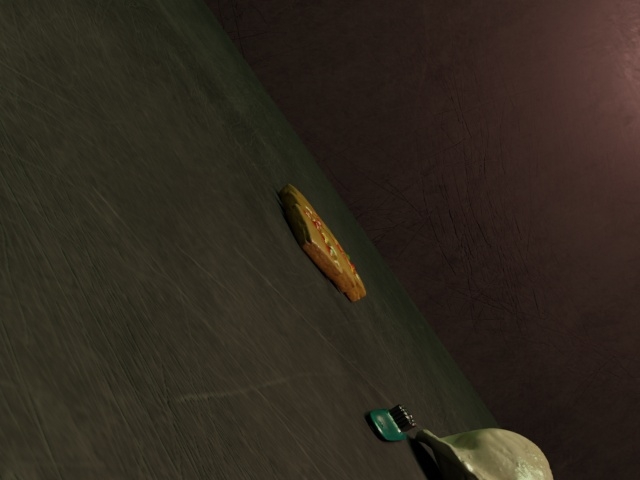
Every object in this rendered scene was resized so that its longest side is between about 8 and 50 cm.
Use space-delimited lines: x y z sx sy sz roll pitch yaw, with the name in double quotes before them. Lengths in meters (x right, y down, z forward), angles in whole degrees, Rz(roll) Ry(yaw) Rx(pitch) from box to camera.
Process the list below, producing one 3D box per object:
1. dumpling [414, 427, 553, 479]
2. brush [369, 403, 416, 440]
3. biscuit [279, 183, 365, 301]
"dumpling" 0.209 0.295 1.754 0.166 0.126 0.216 28 26 -43
"brush" 0.086 0.208 1.621 0.043 0.032 0.193 57 4 11
"biscuit" 0.000 0.000 2.120 0.212 0.041 0.239 58 4 4
